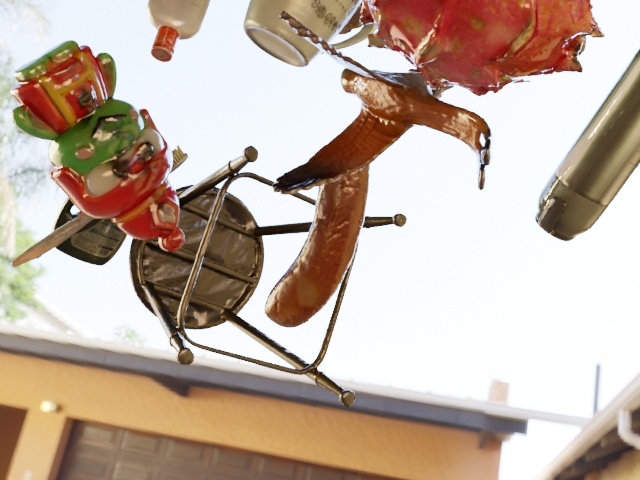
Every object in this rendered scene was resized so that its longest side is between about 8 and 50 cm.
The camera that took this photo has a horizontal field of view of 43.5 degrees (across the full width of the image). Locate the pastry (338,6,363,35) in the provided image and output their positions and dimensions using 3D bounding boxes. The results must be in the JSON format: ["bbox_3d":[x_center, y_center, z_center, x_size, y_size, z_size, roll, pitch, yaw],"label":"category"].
[{"bbox_3d":[-0.013,-0.578,1.690,0.356,0.164,0.356,26,-14,7],"label":"pastry"}]

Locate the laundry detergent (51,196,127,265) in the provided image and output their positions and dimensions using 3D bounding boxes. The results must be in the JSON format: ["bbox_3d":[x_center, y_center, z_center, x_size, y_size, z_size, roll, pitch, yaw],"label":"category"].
[{"bbox_3d":[-0.436,-0.063,1.600,0.144,0.222,0.078,24,17,-29],"label":"laundry detergent"}]

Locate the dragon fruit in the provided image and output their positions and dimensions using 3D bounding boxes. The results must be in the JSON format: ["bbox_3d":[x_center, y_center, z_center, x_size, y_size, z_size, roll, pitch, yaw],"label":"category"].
[{"bbox_3d":[0.166,-0.239,0.778,0.268,0.205,0.210,25,-12,-18],"label":"dragon fruit"}]

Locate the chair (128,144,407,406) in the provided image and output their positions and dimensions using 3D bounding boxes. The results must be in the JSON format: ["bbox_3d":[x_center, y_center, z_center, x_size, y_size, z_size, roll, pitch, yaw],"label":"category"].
[{"bbox_3d":[-0.146,0.055,1.504,0.364,0.362,0.410,21,-8,-35],"label":"chair"}]

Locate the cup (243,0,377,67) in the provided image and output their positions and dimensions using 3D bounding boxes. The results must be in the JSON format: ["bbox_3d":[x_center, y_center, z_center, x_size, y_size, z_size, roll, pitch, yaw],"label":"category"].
[{"bbox_3d":[0.001,-0.418,1.419,0.258,0.234,0.186,33,-8,-41],"label":"cup"}]

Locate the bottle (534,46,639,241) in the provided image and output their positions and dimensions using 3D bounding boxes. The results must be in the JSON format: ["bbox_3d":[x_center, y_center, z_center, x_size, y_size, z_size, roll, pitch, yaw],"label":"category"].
[{"bbox_3d":[0.343,-0.111,0.953,0.079,0.254,0.096,43,33,24],"label":"bottle"}]

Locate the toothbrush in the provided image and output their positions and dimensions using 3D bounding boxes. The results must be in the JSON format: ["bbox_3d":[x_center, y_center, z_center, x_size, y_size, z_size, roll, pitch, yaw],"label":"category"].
[{"bbox_3d":[-0.402,-0.058,1.463,0.028,0.375,0.037,52,-5,48],"label":"toothbrush"}]

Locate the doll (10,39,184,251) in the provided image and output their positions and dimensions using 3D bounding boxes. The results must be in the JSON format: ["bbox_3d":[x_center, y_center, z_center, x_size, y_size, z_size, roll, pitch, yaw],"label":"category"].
[{"bbox_3d":[-0.325,-0.127,1.238,0.160,0.182,0.363,-7,-57,51],"label":"doll"}]

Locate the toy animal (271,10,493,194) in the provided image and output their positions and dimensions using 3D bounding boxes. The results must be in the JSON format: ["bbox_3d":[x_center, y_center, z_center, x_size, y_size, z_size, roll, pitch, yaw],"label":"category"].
[{"bbox_3d":[0.115,-0.173,0.978,0.284,0.302,0.225,16,-58,24],"label":"toy animal"}]

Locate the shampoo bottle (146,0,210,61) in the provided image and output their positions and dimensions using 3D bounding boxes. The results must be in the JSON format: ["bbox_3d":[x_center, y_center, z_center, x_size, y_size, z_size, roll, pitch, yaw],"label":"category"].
[{"bbox_3d":[-0.266,-0.426,1.482,0.108,0.221,0.051,23,-31,-20],"label":"shampoo bottle"}]

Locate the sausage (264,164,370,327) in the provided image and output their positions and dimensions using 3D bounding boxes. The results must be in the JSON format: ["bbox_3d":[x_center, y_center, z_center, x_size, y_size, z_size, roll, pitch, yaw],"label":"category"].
[{"bbox_3d":[0.003,0.003,1.186,0.103,0.302,0.076,30,18,32],"label":"sausage"}]
